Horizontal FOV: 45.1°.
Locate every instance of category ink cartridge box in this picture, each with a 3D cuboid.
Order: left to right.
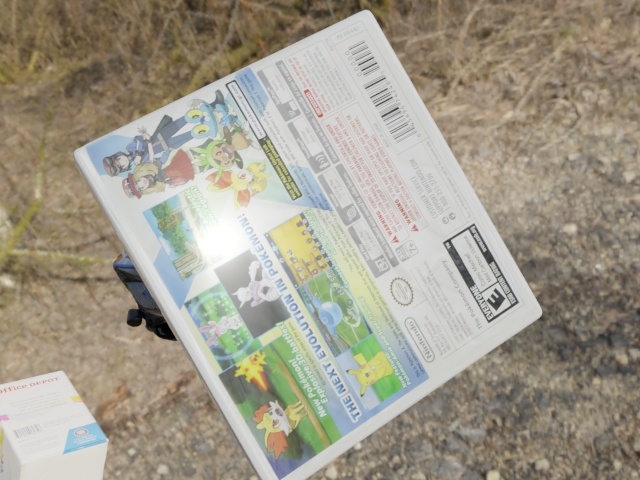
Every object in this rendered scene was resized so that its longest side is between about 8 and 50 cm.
[{"bbox_3d":[-0.308,0.217,0.843,0.092,0.090,0.143,-8,33,-38],"label":"ink cartridge box"}]

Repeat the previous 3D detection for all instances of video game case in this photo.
[{"bbox_3d":[0.000,0.000,0.679,0.300,0.329,0.036,-30,1,-18],"label":"video game case"}]

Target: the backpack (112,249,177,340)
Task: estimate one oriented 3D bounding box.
[{"bbox_3d":[-0.125,-0.006,1.065,0.263,0.213,0.276,10,53,25],"label":"backpack"}]
